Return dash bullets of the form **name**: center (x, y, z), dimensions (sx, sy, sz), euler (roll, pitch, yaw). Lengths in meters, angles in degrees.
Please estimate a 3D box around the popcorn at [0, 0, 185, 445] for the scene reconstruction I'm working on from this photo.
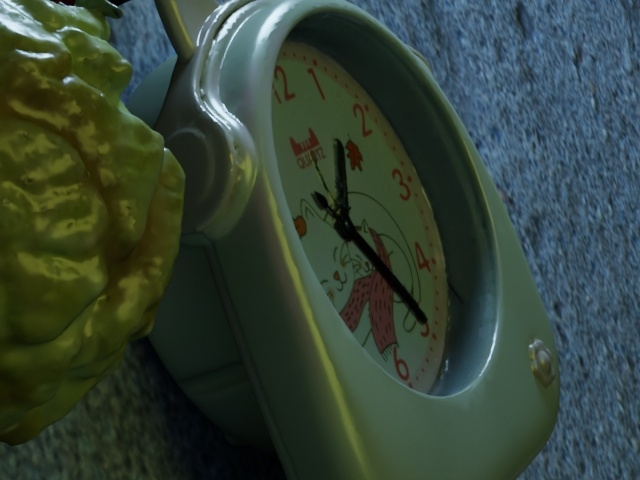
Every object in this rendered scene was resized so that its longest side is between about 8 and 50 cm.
- **popcorn**: center (-0.153, -0.026, 0.693), dimensions (0.198, 0.198, 0.212), euler (37, 9, -43)

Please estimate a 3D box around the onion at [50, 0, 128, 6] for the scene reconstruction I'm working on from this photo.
- **onion**: center (-0.126, -0.205, 0.891), dimensions (0.227, 0.120, 0.283), euler (25, 52, -45)

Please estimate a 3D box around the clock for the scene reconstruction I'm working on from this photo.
- **clock**: center (0.000, 0.000, 0.981), dimensions (0.265, 0.109, 0.324), euler (-29, 96, -59)
